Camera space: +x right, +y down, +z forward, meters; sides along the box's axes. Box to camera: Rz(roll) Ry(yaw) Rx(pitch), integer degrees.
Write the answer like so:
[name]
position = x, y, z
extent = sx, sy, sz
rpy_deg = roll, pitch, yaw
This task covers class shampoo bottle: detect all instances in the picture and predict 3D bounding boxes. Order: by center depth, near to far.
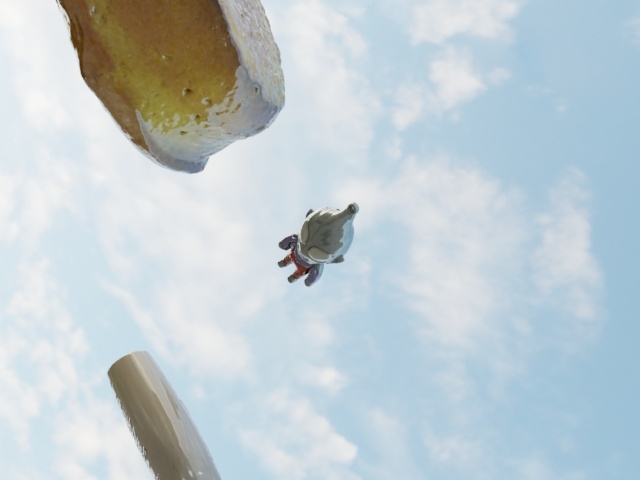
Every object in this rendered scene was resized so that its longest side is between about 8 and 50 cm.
[shampoo bottle]
position = -0.190, 0.262, 1.006
extent = 0.257, 0.078, 0.127
rpy_deg = 55, -23, 27

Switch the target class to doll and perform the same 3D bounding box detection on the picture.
[doll]
position = 0.000, 0.000, 1.284
extent = 0.102, 0.075, 0.227
rpy_deg = 57, -41, 6

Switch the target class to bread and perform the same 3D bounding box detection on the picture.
[bread]
position = -0.153, -0.227, 0.841
extent = 0.172, 0.312, 0.312
rpy_deg = -17, -92, 11
